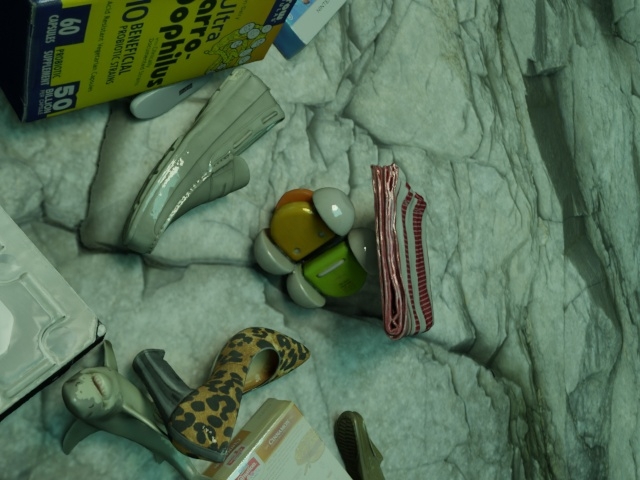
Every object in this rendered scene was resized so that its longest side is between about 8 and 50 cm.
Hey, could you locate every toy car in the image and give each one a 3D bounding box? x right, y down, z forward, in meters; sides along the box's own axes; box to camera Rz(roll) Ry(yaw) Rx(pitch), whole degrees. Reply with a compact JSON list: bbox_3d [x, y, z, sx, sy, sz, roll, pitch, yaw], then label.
[{"bbox_3d":[0.000,0.000,0.866,0.182,0.159,0.136,49,20,-23],"label":"toy car"}]

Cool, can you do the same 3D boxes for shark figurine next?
[{"bbox_3d":[-0.232,0.236,0.681,0.116,0.166,0.278,-36,123,-10],"label":"shark figurine"}]

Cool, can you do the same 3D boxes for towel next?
[{"bbox_3d":[0.142,0.028,0.906,0.329,0.037,0.237,18,67,-70],"label":"towel"}]

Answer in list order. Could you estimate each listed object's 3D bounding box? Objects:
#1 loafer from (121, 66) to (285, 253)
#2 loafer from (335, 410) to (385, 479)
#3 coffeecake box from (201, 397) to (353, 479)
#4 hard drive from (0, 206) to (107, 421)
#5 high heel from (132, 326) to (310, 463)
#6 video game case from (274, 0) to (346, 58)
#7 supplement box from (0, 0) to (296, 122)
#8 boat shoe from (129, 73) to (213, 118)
[{"bbox_3d":[-0.146,-0.103,0.780,0.111,0.112,0.320,38,60,-15],"label":"loafer"},{"bbox_3d":[0.064,0.327,0.893,0.050,0.056,0.148,-18,102,-38],"label":"loafer"},{"bbox_3d":[-0.048,0.336,0.796,0.142,0.068,0.186,-44,108,-34],"label":"coffeecake box"},{"bbox_3d":[-0.412,0.109,0.536,0.237,0.064,0.339,50,55,0],"label":"hard drive"},{"bbox_3d":[-0.080,0.192,0.718,0.261,0.186,0.093,1,114,-40],"label":"high heel"},{"bbox_3d":[-0.065,-0.478,0.944,0.269,0.061,0.244,46,57,-21],"label":"video game case"},{"bbox_3d":[-0.217,-0.312,0.688,0.356,0.194,0.195,-29,83,-36],"label":"supplement box"},{"bbox_3d":[-0.211,-0.214,0.799,0.040,0.049,0.142,40,56,12],"label":"boat shoe"}]
